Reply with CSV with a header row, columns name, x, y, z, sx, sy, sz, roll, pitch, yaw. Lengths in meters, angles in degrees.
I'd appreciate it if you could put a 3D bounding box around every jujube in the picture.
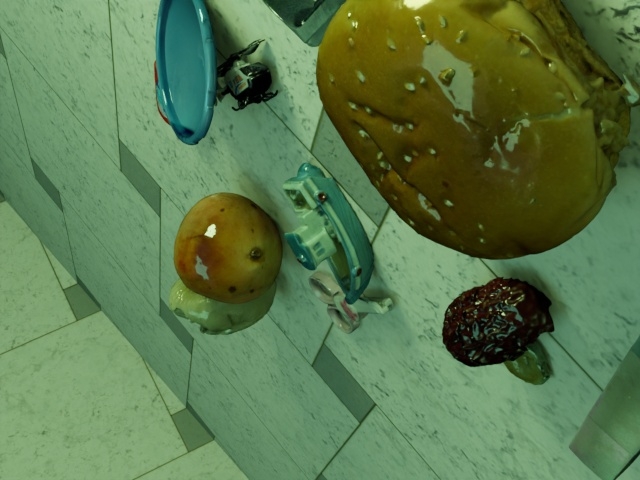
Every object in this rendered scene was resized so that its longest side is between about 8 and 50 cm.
name,x,y,z,sx,sy,sz,roll,pitch,yaw
jujube,0.204,0.092,1.121,0.104,0.104,0.166,51,145,8

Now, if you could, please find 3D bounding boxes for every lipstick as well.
name,x,y,z,sx,sy,sz,roll,pitch,yaw
lipstick,0.336,0.160,0.979,0.068,0.066,0.317,42,155,23

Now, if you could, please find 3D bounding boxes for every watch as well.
name,x,y,z,sx,sy,sz,roll,pitch,yaw
watch,-0.025,-0.315,1.016,0.193,0.068,0.206,54,160,-3

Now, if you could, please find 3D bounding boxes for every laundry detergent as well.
name,x,y,z,sx,sy,sz,roll,pitch,yaw
laundry detergent,-0.244,-0.263,1.548,0.097,0.049,0.165,48,155,24

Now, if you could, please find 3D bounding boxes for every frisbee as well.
name,x,y,z,sx,sy,sz,roll,pitch,yaw
frisbee,-0.187,-0.260,1.374,0.242,0.045,0.242,173,90,-66

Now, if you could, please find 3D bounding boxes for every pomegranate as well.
name,x,y,z,sx,sy,sz,roll,pitch,yaw
pomegranate,-0.156,0.013,1.603,0.191,0.191,0.191,43,155,25

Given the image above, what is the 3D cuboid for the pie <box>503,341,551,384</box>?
name,x,y,z,sx,sy,sz,roll,pitch,yaw
pie,0.254,0.145,1.183,0.084,0.020,0.084,42,152,27

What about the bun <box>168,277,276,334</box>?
name,x,y,z,sx,sy,sz,roll,pitch,yaw
bun,-0.177,0.108,1.751,0.178,0.193,0.128,32,149,50

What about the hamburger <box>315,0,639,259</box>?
name,x,y,z,sx,sy,sz,roll,pitch,yaw
hamburger,0.135,-0.119,0.850,0.290,0.170,0.314,50,157,-6

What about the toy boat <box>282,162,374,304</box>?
name,x,y,z,sx,sy,sz,roll,pitch,yaw
toy boat,0.000,0.000,1.372,0.215,0.102,0.088,60,159,-16

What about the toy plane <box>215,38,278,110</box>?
name,x,y,z,sx,sy,sz,roll,pitch,yaw
toy plane,-0.114,-0.225,1.343,0.197,0.053,0.078,-6,105,64

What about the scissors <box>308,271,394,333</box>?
name,x,y,z,sx,sy,sz,roll,pitch,yaw
scissors,0.054,0.103,1.501,0.118,0.030,0.242,58,160,-11
